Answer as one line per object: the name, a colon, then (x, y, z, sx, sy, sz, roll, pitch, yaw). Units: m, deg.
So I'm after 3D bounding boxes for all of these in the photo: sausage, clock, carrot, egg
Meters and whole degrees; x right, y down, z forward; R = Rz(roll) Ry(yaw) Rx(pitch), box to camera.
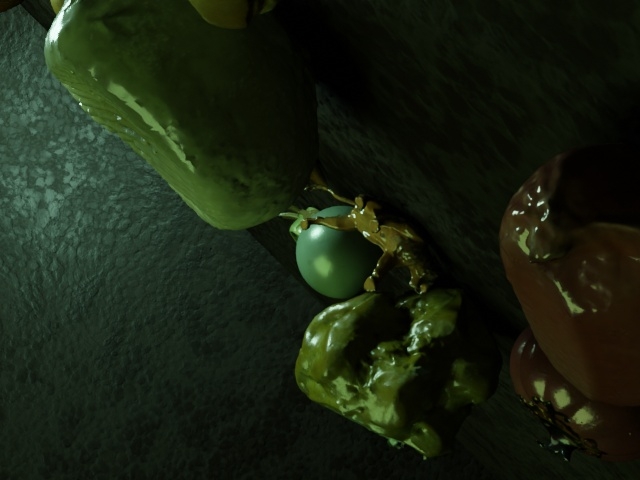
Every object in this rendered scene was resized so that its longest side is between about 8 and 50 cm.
sausage: (0.216, 0.030, 0.613, 0.148, 0.148, 0.254, 39, 166, 37)
clock: (0.000, 0.000, 1.746, 0.232, 0.069, 0.170, 43, 172, 15)
carrot: (-0.037, -0.141, 1.346, 0.048, 0.048, 0.216, 38, 174, 42)
egg: (0.034, 0.019, 1.384, 0.149, 0.149, 0.192, 43, 175, 10)

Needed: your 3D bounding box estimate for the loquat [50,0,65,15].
loquat: (-0.358, -0.389, 1.357, 0.163, 0.137, 0.163, 42, -169, -10)

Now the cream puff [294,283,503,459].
cream puff: (0.112, 0.172, 1.328, 0.274, 0.269, 0.323, 27, 167, -10)

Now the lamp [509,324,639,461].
lamp: (0.284, 0.164, 0.918, 0.182, 0.140, 0.182, 42, 168, 11)

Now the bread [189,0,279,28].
bread: (-0.057, -0.235, 0.608, 0.106, 0.140, 0.236, 42, 175, -3)

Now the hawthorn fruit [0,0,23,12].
hawthorn fruit: (-0.689, -0.570, 1.666, 0.262, 0.258, 0.258, 24, -177, -28)

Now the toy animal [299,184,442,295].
toy animal: (0.068, -0.030, 1.250, 0.116, 0.114, 0.255, -7, -140, -42)

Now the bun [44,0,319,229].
bun: (-0.137, -0.182, 0.961, 0.349, 0.227, 0.352, 37, 171, 42)
